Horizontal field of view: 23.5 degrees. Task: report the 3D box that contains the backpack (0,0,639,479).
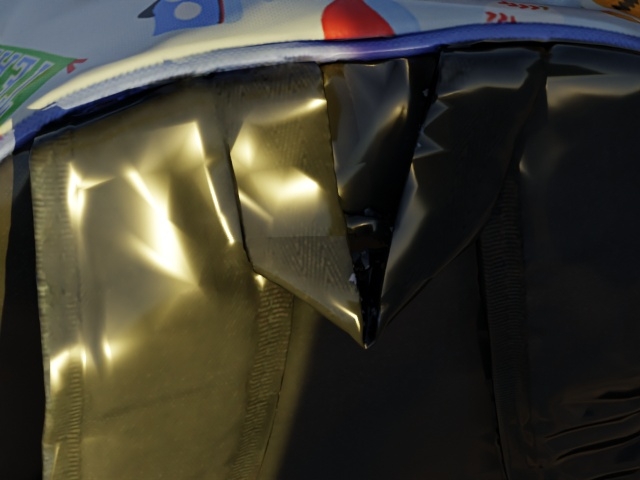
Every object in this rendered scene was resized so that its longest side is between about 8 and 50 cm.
[{"bbox_3d":[0.000,0.000,0.438,0.277,0.263,0.213,-9,57,-12],"label":"backpack"}]
